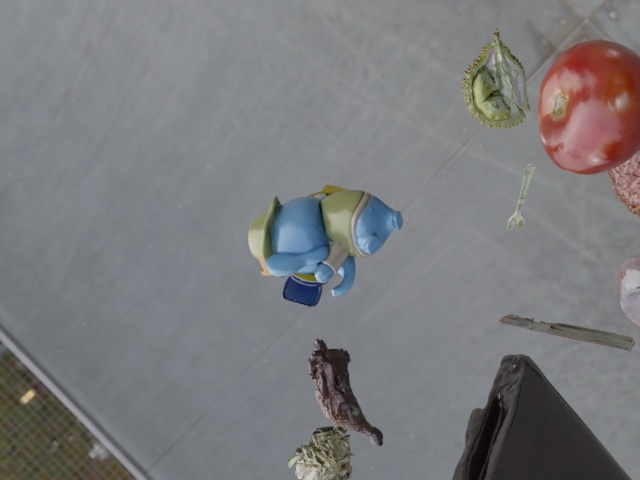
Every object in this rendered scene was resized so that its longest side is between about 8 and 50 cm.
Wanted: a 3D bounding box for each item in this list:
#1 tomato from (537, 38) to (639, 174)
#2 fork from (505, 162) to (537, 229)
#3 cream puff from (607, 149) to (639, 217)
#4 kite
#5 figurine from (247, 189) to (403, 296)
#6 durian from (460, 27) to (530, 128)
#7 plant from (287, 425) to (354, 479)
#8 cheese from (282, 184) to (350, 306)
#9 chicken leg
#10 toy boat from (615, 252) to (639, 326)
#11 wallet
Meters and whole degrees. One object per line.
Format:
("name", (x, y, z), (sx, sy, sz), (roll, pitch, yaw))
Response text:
("tomato", (0.401, -0.192, 1.240), (0.136, 0.195, 0.195), (5, 177, -16))
("fork", (0.399, -0.079, 1.678), (0.034, 0.028, 0.219), (8, 145, 4))
("cream puff", (0.630, -0.150, 1.608), (0.164, 0.240, 0.240), (-6, 133, 36))
("kite", (0.544, 0.197, 1.817), (0.377, 0.013, 0.327), (10, -178, -23))
("figurine", (-0.001, -0.004, 1.459), (0.262, 0.180, 0.154), (4, 161, 28))
("durian", (0.357, -0.338, 1.786), (0.102, 0.146, 0.208), (-142, 46, -67))
("plant", (-0.009, 0.332, 1.315), (0.122, 0.104, 0.117), (-3, 127, 34))
("cheese", (-0.001, 0.007, 1.640), (0.156, 0.250, 0.064), (13, 164, 15))
("chicken leg", (0.038, 0.256, 1.391), (0.048, 0.089, 0.219), (-14, 104, 53))
("toy boat", (0.506, 0.075, 1.167), (0.227, 0.085, 0.155), (26, 152, -17))
("wallet", (0.184, 0.215, 0.608), (0.229, 0.182, 0.049), (48, 131, -12))
